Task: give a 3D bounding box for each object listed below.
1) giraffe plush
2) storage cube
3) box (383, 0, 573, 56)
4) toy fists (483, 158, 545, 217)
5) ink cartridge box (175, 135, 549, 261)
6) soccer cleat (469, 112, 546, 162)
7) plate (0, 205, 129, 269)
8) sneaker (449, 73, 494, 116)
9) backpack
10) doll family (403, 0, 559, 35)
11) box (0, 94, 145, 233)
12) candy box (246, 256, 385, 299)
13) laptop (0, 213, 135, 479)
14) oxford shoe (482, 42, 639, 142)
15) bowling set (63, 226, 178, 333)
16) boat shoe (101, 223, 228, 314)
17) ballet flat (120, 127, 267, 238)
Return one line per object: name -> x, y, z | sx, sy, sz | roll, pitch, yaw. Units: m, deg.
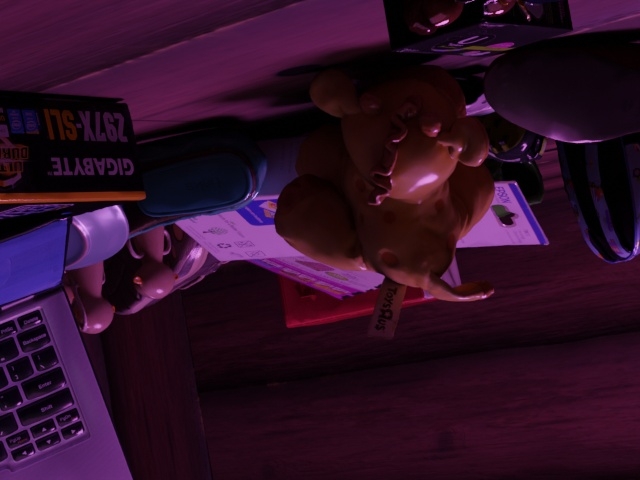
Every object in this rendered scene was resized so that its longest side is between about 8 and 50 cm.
giraffe plush -> 0.056, -0.059, 1.082 | 0.181, 0.210, 0.170 | -1, 134, -3
storage cube -> 0.059, 0.005, 1.903 | 0.193, 0.183, 0.215 | -13, 176, 21
box -> 0.080, -0.126, 0.740 | 0.062, 0.052, 0.083 | -12, 175, 41
toy fists -> 0.142, -0.066, 1.720 | 0.142, 0.096, 0.279 | -21, 169, 35
ink cartridge box -> 0.032, -0.040, 1.312 | 0.333, 0.065, 0.165 | -2, 159, 18
soccer cleat -> 0.189, -0.102, 1.386 | 0.072, 0.060, 0.179 | 16, 180, -7
plate -> -0.253, -0.013, 1.187 | 0.188, 0.024, 0.188 | 5, 150, 3
sneaker -> 0.095, -0.117, 1.171 | 0.098, 0.038, 0.069 | -16, 170, 21
backpack -> 0.282, -0.071, 1.288 | 0.117, 0.173, 0.158 | -9, 176, -10
doll family -> 0.084, -0.125, 0.597 | 0.111, 0.076, 0.193 | -16, 178, 24
box -> -0.324, -0.031, 0.991 | 0.322, 0.079, 0.257 | -12, 178, 30
candy box -> 0.000, 0.000, 1.666 | 0.159, 0.071, 0.233 | 22, 168, -13
laptop -> -0.339, 0.186, 1.125 | 0.382, 0.407, 0.236 | -22, -153, -15
oxford shoe -> 0.219, -0.125, 1.139 | 0.212, 0.076, 0.076 | 2, -147, -20
bowling set -> -0.295, 0.031, 1.481 | 0.200, 0.154, 0.287 | -12, 176, 34
boat shoe -> -0.176, 0.010, 1.727 | 0.130, 0.132, 0.355 | -10, 178, -28
ballet flat -> -0.160, -0.046, 1.249 | 0.247, 0.083, 0.087 | -9, -164, 14
